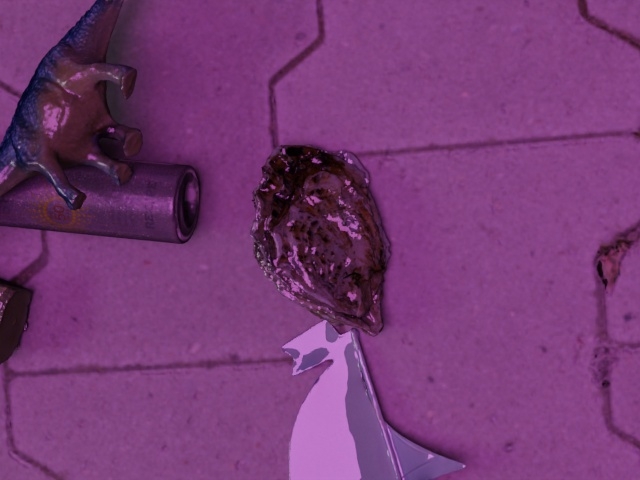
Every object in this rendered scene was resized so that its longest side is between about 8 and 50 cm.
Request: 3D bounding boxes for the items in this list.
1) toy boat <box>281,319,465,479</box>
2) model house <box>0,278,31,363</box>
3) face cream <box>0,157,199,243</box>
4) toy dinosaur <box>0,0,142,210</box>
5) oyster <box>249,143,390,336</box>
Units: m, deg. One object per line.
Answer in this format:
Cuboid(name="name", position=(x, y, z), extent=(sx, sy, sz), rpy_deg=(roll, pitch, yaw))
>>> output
Cuboid(name="toy boat", position=(0.038, 0.212, 1.536), extent=(0.220, 0.067, 0.291), rpy_deg=(-21, 85, 16))
Cuboid(name="model house", position=(-0.326, 0.070, 1.617), extent=(0.083, 0.066, 0.078), rpy_deg=(19, 97, 14))
Cuboid(name="face cream", position=(-0.254, -0.046, 1.587), extent=(0.283, 0.073, 0.073), rpy_deg=(6, 95, 14))
Cuboid(name="toy dinosaur", position=(-0.226, -0.119, 1.526), extent=(0.147, 0.076, 0.363), rpy_deg=(29, 86, 23))
Cuboid(name="oyster", position=(0.000, 0.000, 1.534), extent=(0.125, 0.064, 0.177), rpy_deg=(-3, 82, 0))
